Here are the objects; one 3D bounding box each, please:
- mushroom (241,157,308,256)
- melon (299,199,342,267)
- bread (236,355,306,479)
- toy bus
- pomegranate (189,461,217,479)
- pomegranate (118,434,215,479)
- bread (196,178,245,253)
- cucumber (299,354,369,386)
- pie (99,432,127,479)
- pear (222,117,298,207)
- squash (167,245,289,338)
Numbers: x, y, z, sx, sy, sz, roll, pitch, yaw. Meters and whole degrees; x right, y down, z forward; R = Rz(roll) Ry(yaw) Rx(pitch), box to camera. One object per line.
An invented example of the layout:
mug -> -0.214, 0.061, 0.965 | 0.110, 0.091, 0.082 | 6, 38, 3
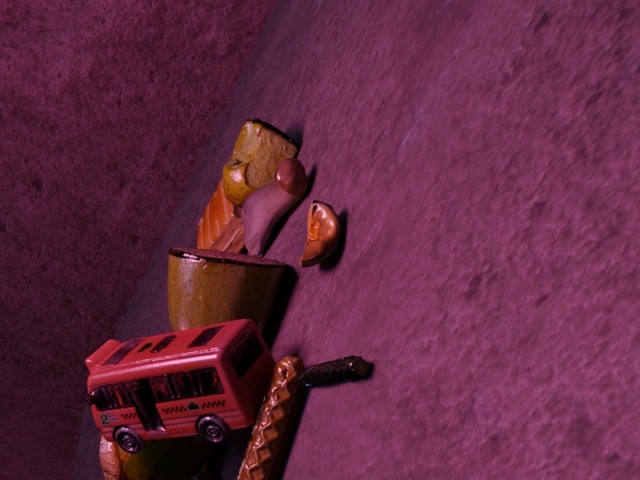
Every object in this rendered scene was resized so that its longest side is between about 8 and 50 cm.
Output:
mushroom -> -0.128, -0.097, 2.109 | 0.328, 0.122, 0.159 | -46, 66, 49
melon -> 0.000, 0.000, 1.720 | 0.128, 0.079, 0.160 | 110, 170, -61
bread -> -0.109, 0.418, 1.565 | 0.084, 0.077, 0.367 | -5, 66, 66
toy bus -> -0.321, 0.323, 1.709 | 0.427, 0.232, 0.203 | -13, 17, 26
pomegranate -> -0.283, 0.591, 1.849 | 0.084, 0.073, 0.073 | -63, 19, -8
pomegranate -> -0.378, 0.510, 1.964 | 0.340, 0.260, 0.260 | -46, 7, -32
bread -> -0.303, -0.058, 2.404 | 0.239, 0.111, 0.246 | -52, 31, 30
cucumber -> 0.020, 0.252, 1.451 | 0.257, 0.043, 0.044 | -31, 37, 60
pie -> -0.585, 0.622, 2.324 | 0.339, 0.083, 0.339 | -13, -90, -80
pear -> -0.213, -0.226, 2.302 | 0.255, 0.164, 0.238 | -60, 21, -4
squash -> -0.251, 0.186, 1.932 | 0.310, 0.311, 0.308 | -165, 82, -70
